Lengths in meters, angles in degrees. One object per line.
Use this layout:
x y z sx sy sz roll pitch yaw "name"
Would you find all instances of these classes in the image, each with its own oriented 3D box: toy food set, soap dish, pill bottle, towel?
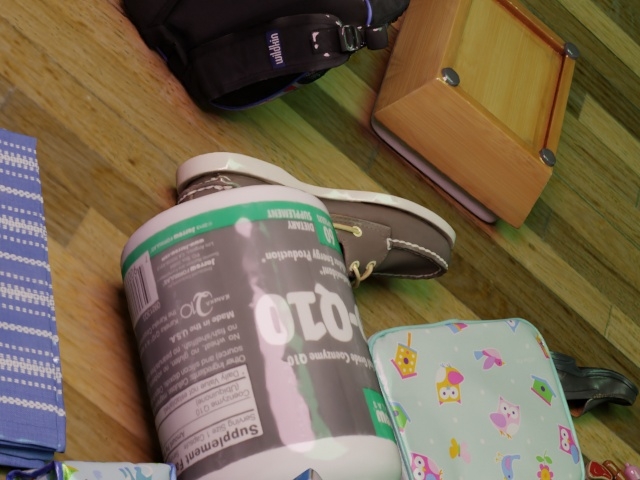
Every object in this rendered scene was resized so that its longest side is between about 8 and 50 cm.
0.341 0.283 1.951 0.122 0.019 0.078 22 49 -22 "toy food set"
0.193 -0.184 2.059 0.229 0.118 0.291 38 42 -18 "soap dish"
-0.045 0.151 1.529 0.204 0.204 0.361 5 60 -42 "pill bottle"
-0.340 0.029 1.472 0.243 0.040 0.336 14 52 -35 "towel"

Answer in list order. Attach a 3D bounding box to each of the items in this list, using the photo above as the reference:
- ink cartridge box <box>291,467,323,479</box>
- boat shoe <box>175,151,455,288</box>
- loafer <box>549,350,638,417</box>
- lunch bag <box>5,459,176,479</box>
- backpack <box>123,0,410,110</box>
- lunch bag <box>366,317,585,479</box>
-0.066 0.352 1.292 0.223 0.307 0.129 54 -2 1 "ink cartridge box"
0.000 0.000 1.752 0.324 0.116 0.097 16 57 -31 "boat shoe"
0.293 0.172 1.960 0.170 0.062 0.061 17 74 -31 "loafer"
-0.183 0.260 1.414 0.129 0.096 0.151 9 71 -43 "lunch bag"
-0.062 -0.272 1.768 0.276 0.263 0.213 58 35 -1 "backpack"
0.135 0.198 1.741 0.279 0.108 0.224 -3 71 -42 "lunch bag"
